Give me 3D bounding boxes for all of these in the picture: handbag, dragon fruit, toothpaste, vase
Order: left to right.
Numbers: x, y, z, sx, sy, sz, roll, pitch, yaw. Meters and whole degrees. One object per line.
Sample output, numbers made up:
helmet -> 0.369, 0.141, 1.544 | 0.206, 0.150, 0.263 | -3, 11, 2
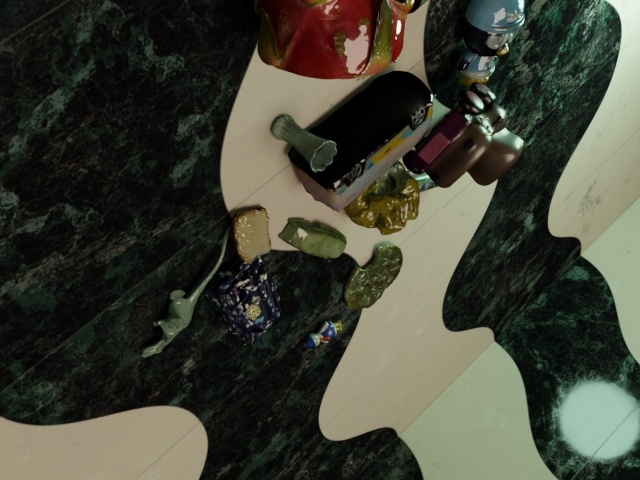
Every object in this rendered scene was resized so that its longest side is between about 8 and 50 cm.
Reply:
handbag -> -0.186, 0.148, 1.936 | 0.162, 0.113, 0.260 | -45, 141, -24
vase -> -0.042, -0.224, 1.703 | 0.081, 0.149, 0.081 | -37, 149, -27
dragon fruit -> 0.017, -0.459, 1.425 | 0.305, 0.305, 0.225 | -29, 135, -31
toothpaste -> 0.309, -0.174, 2.301 | 0.297, 0.048, 0.074 | -18, 135, -38

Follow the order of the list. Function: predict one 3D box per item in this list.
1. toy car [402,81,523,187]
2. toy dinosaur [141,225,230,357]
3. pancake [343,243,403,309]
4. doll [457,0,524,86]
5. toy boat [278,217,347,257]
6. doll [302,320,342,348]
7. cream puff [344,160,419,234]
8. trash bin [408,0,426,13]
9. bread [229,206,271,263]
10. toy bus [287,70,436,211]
toy car -> 0.398, -0.250, 2.043 | 0.271, 0.240, 0.341 | -47, 178, 36
toy dinosaur -> -0.314, 0.141, 1.783 | 0.383, 0.076, 0.129 | -51, -179, 10
pancake -> 0.168, 0.118, 2.423 | 0.254, 0.037, 0.253 | -32, 144, -27
doll -> 0.448, -0.552, 2.002 | 0.177, 0.141, 0.314 | -30, 148, -32
toy boat -> 0.000, 0.000, 2.072 | 0.093, 0.055, 0.293 | -56, 148, 12
doll -> 0.003, 0.296, 2.379 | 0.143, 0.057, 0.098 | -26, 140, -26
cream puff -> 0.177, -0.101, 2.087 | 0.221, 0.195, 0.194 | -26, 140, -30
trash bin -> 0.214, -0.628, 1.555 | 0.262, 0.217, 0.277 | -42, 158, -16
bread -> -0.170, -0.014, 1.828 | 0.126, 0.044, 0.129 | -23, 107, -47
toy bus -> 0.111, -0.247, 1.874 | 0.386, 0.171, 0.162 | -41, 157, -17
